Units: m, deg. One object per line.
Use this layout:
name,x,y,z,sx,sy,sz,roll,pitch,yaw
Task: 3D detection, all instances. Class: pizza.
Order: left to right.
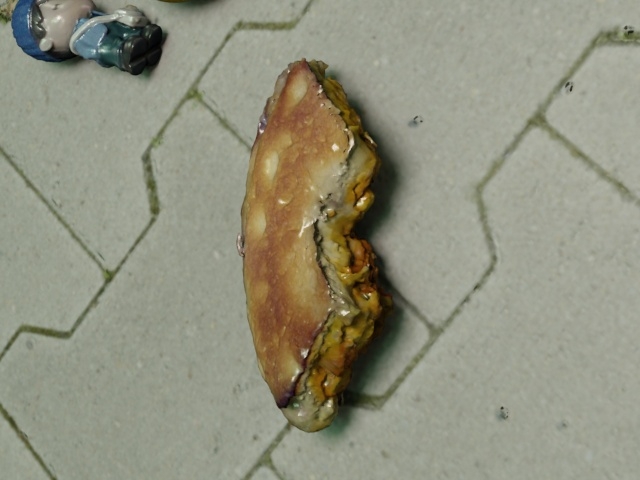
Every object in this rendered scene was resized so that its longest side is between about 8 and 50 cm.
pizza,0.000,0.000,1.037,0.161,0.086,0.305,-10,75,52

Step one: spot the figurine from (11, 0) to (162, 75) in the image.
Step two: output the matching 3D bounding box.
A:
figurine,-0.217,-0.198,1.209,0.149,0.086,0.087,24,137,20

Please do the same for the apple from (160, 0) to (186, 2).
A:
apple,-0.125,-0.266,1.140,0.102,0.099,0.114,-1,66,38
